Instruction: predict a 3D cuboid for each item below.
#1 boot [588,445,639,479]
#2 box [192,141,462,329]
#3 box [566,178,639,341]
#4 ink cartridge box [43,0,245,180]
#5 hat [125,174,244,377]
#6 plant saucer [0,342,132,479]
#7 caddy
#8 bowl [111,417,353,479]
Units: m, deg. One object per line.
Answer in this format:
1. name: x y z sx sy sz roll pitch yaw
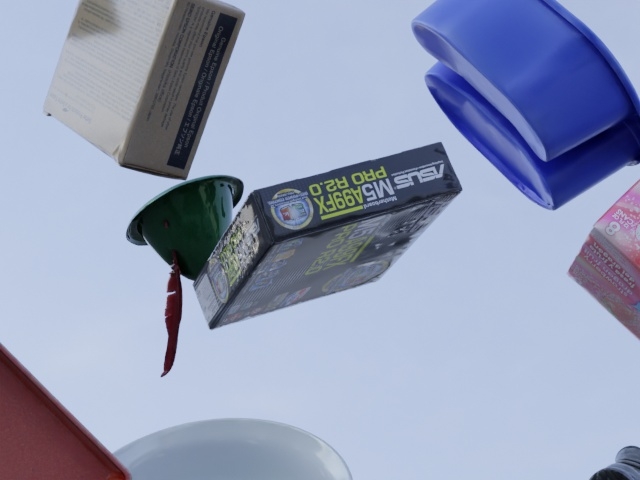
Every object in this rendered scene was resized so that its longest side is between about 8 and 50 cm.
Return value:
1. boot: 0.418 0.345 1.701 0.083 0.246 0.161 -44 -17 23
2. box: 0.000 0.000 1.536 0.216 0.060 0.270 -15 -16 -24
3. box: 0.401 0.063 1.396 0.300 0.154 0.142 43 -17 13
4. ink cartridge box: -0.197 -0.192 1.594 0.088 0.193 0.234 13 12 -36
5. hat: -0.152 0.040 1.958 0.173 0.184 0.208 -17 -19 -22
6. plant saucer: -0.352 0.231 1.438 0.259 0.258 0.048 44 5 4
7. caddy: 0.270 -0.205 1.838 0.341 0.179 0.241 49 -10 32
8. bowl: -0.107 0.317 1.496 0.297 0.298 0.134 3 -63 19
